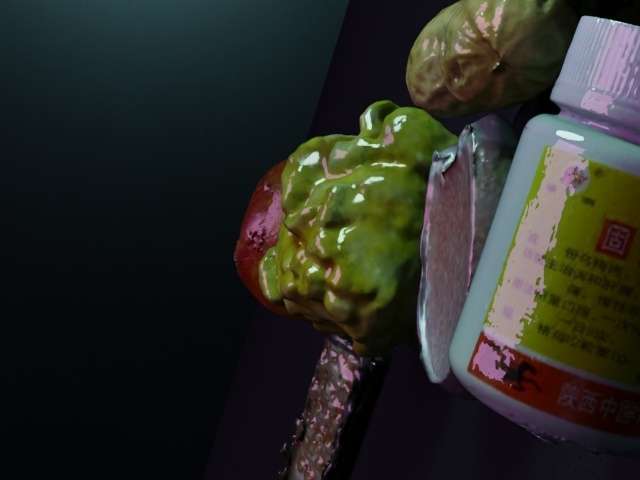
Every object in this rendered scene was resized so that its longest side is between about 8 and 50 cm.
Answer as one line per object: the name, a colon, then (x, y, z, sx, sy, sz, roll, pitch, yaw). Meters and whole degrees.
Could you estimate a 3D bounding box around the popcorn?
popcorn: (0.048, -0.011, 1.158, 0.241, 0.235, 0.250, -52, 23, -16)

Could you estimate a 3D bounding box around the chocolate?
chocolate: (0.005, 0.271, 1.437, 0.102, 0.065, 0.329, 36, 113, 47)

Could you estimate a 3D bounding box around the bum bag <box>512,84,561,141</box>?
bum bag: (0.201, -0.070, 0.828, 0.248, 0.060, 0.123, -102, 24, -68)

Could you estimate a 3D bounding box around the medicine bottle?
medicine bottle: (0.170, -0.003, 0.633, 0.139, 0.139, 0.225, -112, 39, -77)

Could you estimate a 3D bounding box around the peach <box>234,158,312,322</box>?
peach: (0.000, 0.000, 1.453, 0.231, 0.231, 0.231, -164, 90, -82)

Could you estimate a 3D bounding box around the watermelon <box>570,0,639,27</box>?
watermelon: (0.200, -0.235, 0.864, 0.193, 0.145, 0.137, 120, 168, -60)

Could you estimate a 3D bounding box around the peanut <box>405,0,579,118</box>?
peanut: (0.134, -0.153, 0.884, 0.229, 0.103, 0.098, -174, 66, -80)

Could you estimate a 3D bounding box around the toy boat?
toy boat: (0.138, 0.018, 0.904, 0.155, 0.085, 0.227, 142, 133, -73)
